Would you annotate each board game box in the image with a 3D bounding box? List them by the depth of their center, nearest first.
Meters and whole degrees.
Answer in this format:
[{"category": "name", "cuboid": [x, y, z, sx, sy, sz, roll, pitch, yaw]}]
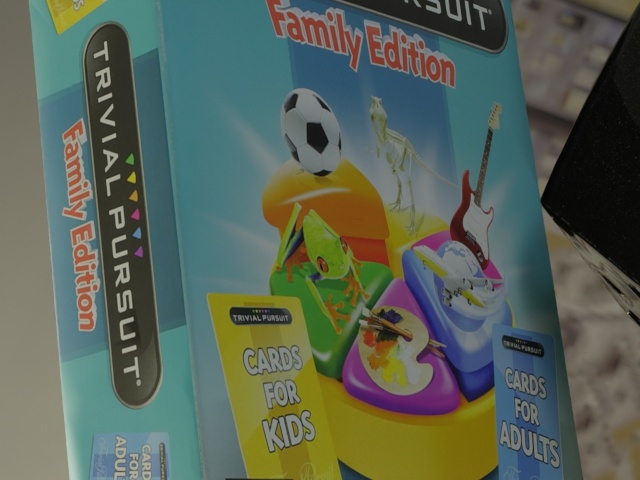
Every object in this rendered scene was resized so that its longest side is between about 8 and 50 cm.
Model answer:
[{"category": "board game box", "cuboid": [0.000, 0.000, 0.823, 0.254, 0.079, 0.336, 9, -111, -49]}]

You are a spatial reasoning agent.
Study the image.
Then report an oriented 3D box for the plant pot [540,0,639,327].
[{"category": "plant pot", "cuboid": [0.214, -0.016, 0.859, 0.167, 0.187, 0.188, -45, -40, -1]}]
